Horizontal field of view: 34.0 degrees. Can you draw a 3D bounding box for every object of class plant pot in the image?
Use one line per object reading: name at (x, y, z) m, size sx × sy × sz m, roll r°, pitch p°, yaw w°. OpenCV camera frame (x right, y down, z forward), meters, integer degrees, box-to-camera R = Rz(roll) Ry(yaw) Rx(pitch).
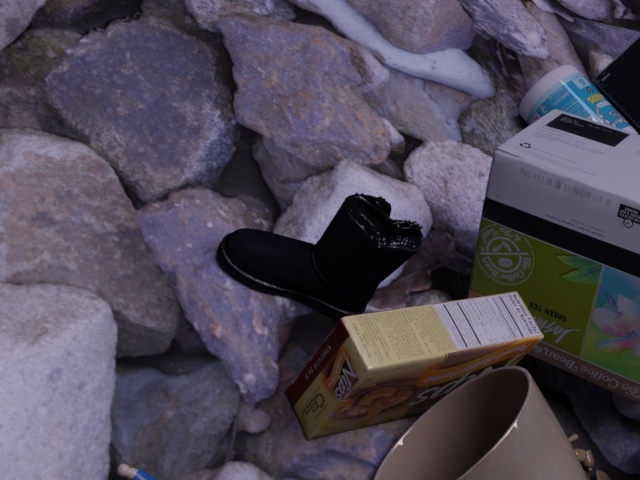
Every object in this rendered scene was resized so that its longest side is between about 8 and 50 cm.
plant pot at (0.245, 0.348, 1.329) m, size 0.274 × 0.256 × 0.256 m, roll 50°, pitch 41°, yaw -8°

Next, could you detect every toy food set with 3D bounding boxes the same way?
toy food set at (0.394, 0.354, 1.558) m, size 0.078 × 0.019 × 0.122 m, roll -19°, pitch 71°, yaw -42°

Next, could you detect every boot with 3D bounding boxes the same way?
boot at (0.000, 0.000, 1.488) m, size 0.246 × 0.207 × 0.094 m, roll 25°, pitch 43°, yaw -10°

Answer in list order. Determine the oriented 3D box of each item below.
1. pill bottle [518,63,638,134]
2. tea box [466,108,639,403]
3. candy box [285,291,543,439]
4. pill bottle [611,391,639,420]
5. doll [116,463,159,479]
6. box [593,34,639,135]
pill bottle at (0.525, -0.210, 2.063) m, size 0.146 × 0.146 × 0.264 m, roll -20°, pitch 65°, yaw -43°
tea box at (0.428, 0.019, 1.584) m, size 0.329 × 0.323 × 0.220 m, roll 23°, pitch 35°, yaw 29°
candy box at (0.131, 0.168, 1.435) m, size 0.316 × 0.183 × 0.087 m, roll -6°, pitch 57°, yaw -36°
pill bottle at (0.591, 0.254, 1.700) m, size 0.215 × 0.117 × 0.117 m, roll 18°, pitch 44°, yaw -18°
doll at (-0.208, 0.314, 1.187) m, size 0.189 × 0.046 × 0.129 m, roll -7°, pitch 57°, yaw -37°
box at (0.730, -0.251, 2.127) m, size 0.296 × 0.183 × 0.294 m, roll 51°, pitch 14°, yaw 18°
